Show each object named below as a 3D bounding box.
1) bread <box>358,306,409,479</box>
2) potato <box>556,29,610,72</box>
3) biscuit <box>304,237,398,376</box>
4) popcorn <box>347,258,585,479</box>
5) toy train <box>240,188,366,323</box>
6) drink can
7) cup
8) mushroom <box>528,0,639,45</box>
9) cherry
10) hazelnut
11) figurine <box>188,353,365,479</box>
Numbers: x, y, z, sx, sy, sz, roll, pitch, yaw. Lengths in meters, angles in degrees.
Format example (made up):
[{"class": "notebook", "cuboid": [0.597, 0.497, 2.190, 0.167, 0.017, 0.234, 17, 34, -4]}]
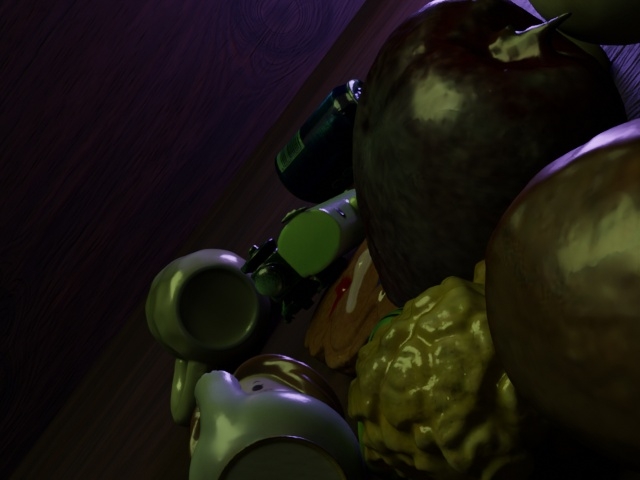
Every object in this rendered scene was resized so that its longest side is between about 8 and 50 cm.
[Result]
[{"class": "bread", "cuboid": [0.073, 0.117, 0.782, 0.071, 0.130, 0.139, -1, 13, 18]}, {"class": "potato", "cuboid": [0.173, -0.137, 1.060, 0.272, 0.111, 0.160, -36, 20, 53]}, {"class": "biscuit", "cuboid": [0.066, 0.044, 1.062, 0.334, 0.047, 0.202, -39, 25, 58]}, {"class": "popcorn", "cuboid": [0.100, 0.087, 0.635, 0.170, 0.180, 0.180, -5, 30, 12]}, {"class": "toy train", "cuboid": [0.000, 0.000, 1.248, 0.157, 0.105, 0.253, -46, -5, 19]}, {"class": "drink can", "cuboid": [0.022, -0.160, 1.639, 0.205, 0.118, 0.118, -46, 15, 30]}, {"class": "cup", "cuboid": [-0.197, 0.136, 1.526, 0.255, 0.173, 0.202, -56, 11, -12]}, {"class": "mushroom", "cuboid": [0.267, -0.263, 0.779, 0.246, 0.202, 0.246, -19, 3, 1]}, {"class": "cherry", "cuboid": [0.124, -0.062, 0.802, 0.230, 0.203, 0.300, 57, 139, 41]}, {"class": "hazelnut", "cuboid": [0.187, 0.022, 0.477, 0.214, 0.176, 0.214, -16, 14, 4]}, {"class": "figurine", "cuboid": [-0.037, 0.182, 0.838, 0.142, 0.189, 0.263, -35, 5, -3]}]
